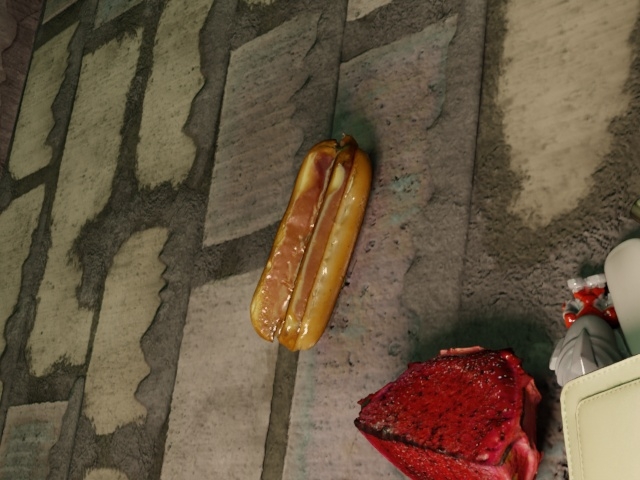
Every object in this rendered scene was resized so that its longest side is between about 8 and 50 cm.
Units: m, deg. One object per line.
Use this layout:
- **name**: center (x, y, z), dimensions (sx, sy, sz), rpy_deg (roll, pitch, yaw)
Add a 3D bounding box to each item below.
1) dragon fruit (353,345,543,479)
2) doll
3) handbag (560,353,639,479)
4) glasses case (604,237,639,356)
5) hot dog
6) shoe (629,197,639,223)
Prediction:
- **dragon fruit**: center (0.166, 0.227, 1.325), dimensions (0.262, 0.163, 0.189), rpy_deg (7, 112, 50)
- **doll**: center (0.302, 0.111, 1.266), dimensions (0.094, 0.079, 0.180), rpy_deg (-10, 48, 24)
- **handbag**: center (0.359, 0.276, 1.020), dimensions (0.237, 0.160, 0.358), rpy_deg (-40, 43, 54)
- **glasses case**: center (0.355, 0.071, 1.237), dimensions (0.063, 0.041, 0.164), rpy_deg (-38, 45, 33)
- **hot dog**: center (0.000, 0.000, 1.691), dimensions (0.135, 0.100, 0.337), rpy_deg (16, 86, 46)
- **shoe**: center (0.436, -0.025, 1.139), dimensions (0.275, 0.103, 0.098), rpy_deg (14, 83, 48)
